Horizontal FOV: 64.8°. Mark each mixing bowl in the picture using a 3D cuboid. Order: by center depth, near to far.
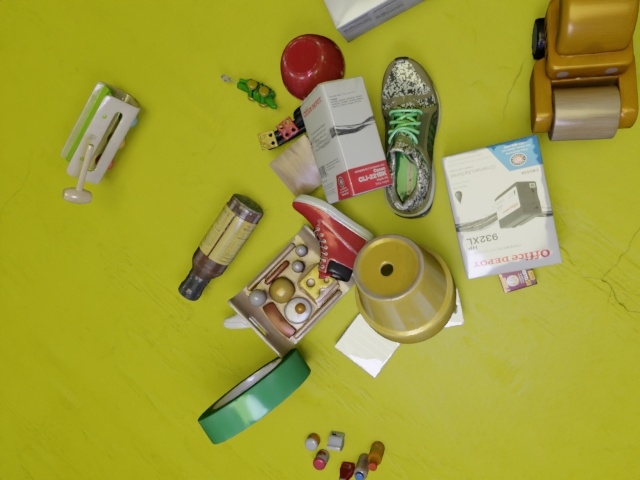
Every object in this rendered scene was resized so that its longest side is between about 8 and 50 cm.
[{"bbox_3d":[-0.035,-0.467,1.326,0.182,0.098,0.181,0,91,16],"label":"mixing bowl"}]

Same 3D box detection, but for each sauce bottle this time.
[{"bbox_3d":[-0.300,0.026,1.464,0.111,0.111,0.344,40,105,7],"label":"sauce bottle"}]

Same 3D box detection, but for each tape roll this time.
[{"bbox_3d":[-0.176,0.417,1.369,0.321,0.321,0.077,-36,86,17],"label":"tape roll"}]

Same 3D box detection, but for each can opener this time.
[{"bbox_3d":[-0.076,-0.307,1.393,0.186,0.073,0.059,-34,130,15],"label":"can opener"}]

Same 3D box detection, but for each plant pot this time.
[{"bbox_3d":[0.189,0.103,1.226,0.254,0.239,0.253,-9,65,19],"label":"plant pot"}]

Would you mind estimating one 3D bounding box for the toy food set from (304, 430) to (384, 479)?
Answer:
[{"bbox_3d":[0.059,0.629,1.443,0.233,0.104,0.111,6,98,15],"label":"toy food set"}]

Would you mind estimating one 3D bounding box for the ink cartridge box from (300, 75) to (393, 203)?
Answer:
[{"bbox_3d":[0.058,-0.244,1.263,0.114,0.197,0.272,-18,94,-17],"label":"ink cartridge box"}]

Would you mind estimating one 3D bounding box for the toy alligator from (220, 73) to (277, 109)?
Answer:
[{"bbox_3d":[-0.189,-0.428,1.410,0.190,0.056,0.051,33,62,11],"label":"toy alligator"}]

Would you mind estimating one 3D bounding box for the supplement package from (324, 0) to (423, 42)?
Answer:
[{"bbox_3d":[0.129,-0.659,1.241,0.262,0.145,0.204,-24,91,16],"label":"supplement package"}]

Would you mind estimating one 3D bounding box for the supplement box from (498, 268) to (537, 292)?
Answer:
[{"bbox_3d":[0.502,0.096,1.287,0.083,0.043,0.054,-20,91,16],"label":"supplement box"}]

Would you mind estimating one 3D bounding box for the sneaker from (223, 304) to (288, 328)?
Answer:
[{"bbox_3d":[-0.186,0.204,1.479,0.212,0.080,0.094,-10,89,6],"label":"sneaker"}]

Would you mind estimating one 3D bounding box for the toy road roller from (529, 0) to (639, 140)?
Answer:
[{"bbox_3d":[0.569,-0.398,1.079,0.203,0.240,0.329,0,80,16],"label":"toy road roller"}]

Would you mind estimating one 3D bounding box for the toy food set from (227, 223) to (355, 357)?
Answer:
[{"bbox_3d":[-0.074,0.137,1.393,0.306,0.092,0.220,-45,84,-2],"label":"toy food set"}]

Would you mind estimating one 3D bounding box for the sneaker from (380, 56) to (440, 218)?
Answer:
[{"bbox_3d":[0.219,-0.252,1.248,0.158,0.182,0.410,-4,96,15],"label":"sneaker"}]

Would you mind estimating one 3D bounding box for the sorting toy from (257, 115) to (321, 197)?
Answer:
[{"bbox_3d":[-0.054,-0.209,1.388,0.132,0.046,0.274,-37,101,17],"label":"sorting toy"}]

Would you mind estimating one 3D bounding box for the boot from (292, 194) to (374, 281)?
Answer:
[{"bbox_3d":[0.000,0.000,1.347,0.244,0.088,0.176,33,76,1],"label":"boot"}]

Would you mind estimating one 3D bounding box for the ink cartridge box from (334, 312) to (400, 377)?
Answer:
[{"bbox_3d":[0.148,0.271,1.418,0.145,0.045,0.179,37,86,9],"label":"ink cartridge box"}]

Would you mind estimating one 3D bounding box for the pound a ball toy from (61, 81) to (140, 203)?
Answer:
[{"bbox_3d":[-0.644,-0.274,1.490,0.319,0.136,0.208,-56,46,14],"label":"pound a ball toy"}]

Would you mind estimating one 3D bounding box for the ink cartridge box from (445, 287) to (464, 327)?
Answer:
[{"bbox_3d":[0.284,0.185,1.343,0.180,0.060,0.104,-11,85,16],"label":"ink cartridge box"}]

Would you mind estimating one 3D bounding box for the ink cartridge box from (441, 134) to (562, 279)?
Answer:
[{"bbox_3d":[0.439,-0.078,1.237,0.223,0.129,0.307,-12,94,16],"label":"ink cartridge box"}]
